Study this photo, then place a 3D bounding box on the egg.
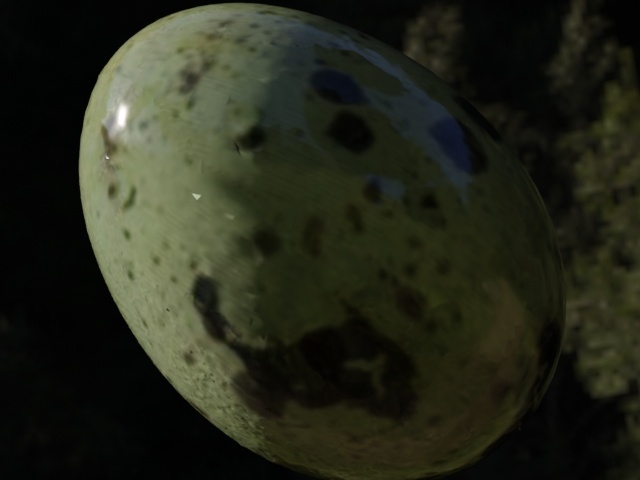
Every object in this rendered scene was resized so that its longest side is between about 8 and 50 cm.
[{"bbox_3d":[0.000,0.000,1.371,0.287,0.379,0.287,-39,-2,-2],"label":"egg"}]
